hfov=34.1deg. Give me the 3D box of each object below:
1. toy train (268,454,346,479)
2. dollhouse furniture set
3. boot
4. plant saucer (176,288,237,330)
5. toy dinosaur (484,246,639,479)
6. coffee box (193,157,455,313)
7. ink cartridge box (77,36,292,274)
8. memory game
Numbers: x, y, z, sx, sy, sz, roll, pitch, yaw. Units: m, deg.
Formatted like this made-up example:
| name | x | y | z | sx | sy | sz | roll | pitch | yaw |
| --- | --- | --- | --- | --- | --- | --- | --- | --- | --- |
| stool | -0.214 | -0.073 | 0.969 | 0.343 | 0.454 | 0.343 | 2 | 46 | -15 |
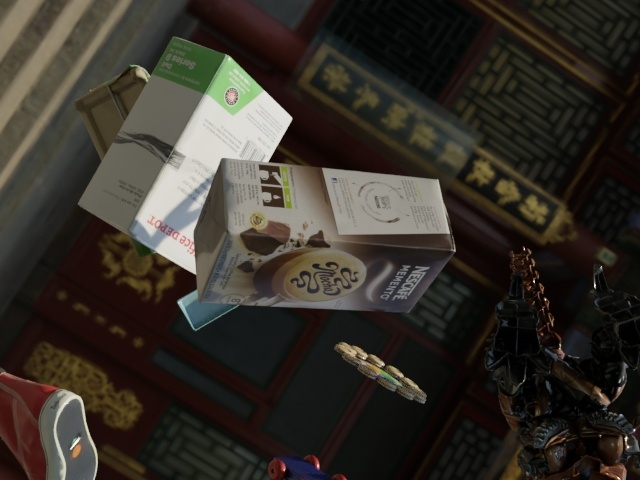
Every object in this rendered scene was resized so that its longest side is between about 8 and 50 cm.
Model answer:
| name | x | y | z | sx | sy | sz | roll | pitch | yaw |
| --- | --- | --- | --- | --- | --- | --- | --- | --- | --- |
| toy train | -0.005 | 0.511 | 1.951 | 0.248 | 0.105 | 0.143 | 23 | -74 | 47 |
| dollhouse furniture set | -0.256 | -0.146 | 1.752 | 0.197 | 0.301 | 0.151 | -16 | -169 | 44 |
| boot | -0.406 | 0.274 | 1.434 | 0.088 | 0.176 | 0.244 | -52 | 152 | -47 |
| plant saucer | -0.164 | 0.088 | 1.901 | 0.192 | 0.067 | 0.018 | -30 | -165 | -5 |
| toy dinosaur | 0.215 | 0.143 | 0.981 | 0.164 | 0.322 | 0.218 | -23 | 143 | -15 |
| coffee box | 0.000 | 0.000 | 1.350 | 0.168 | 0.297 | 0.119 | 118 | -30 | -51 |
| ink cartridge box | -0.196 | -0.119 | 1.549 | 0.289 | 0.121 | 0.211 | -61 | 148 | -7 |
| memory game | 0.105 | 0.227 | 1.811 | 0.012 | 0.186 | 0.186 | -59 | -174 | 5 |
